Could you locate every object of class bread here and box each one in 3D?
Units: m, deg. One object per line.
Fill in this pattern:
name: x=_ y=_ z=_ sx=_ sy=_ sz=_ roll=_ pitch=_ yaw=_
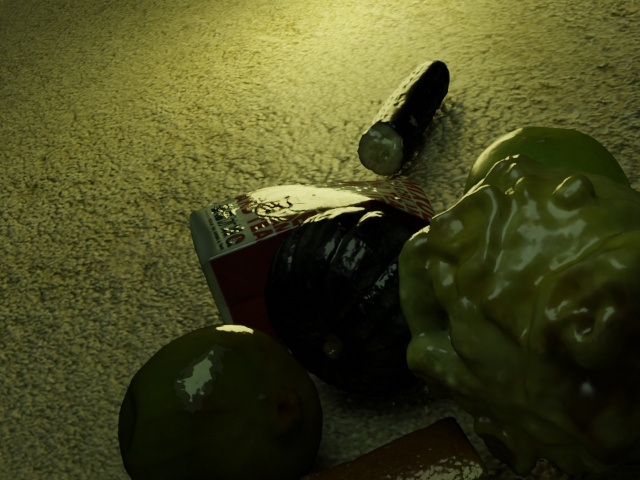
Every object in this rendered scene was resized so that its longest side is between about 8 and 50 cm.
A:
bread: x=0.075 y=0.248 z=1.340 sx=0.172 sy=0.103 sz=0.132 roll=-25 pitch=27 yaw=-3

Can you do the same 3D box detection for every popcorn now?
popcorn: x=0.226 y=0.076 z=1.322 sx=0.312 sy=0.312 sz=0.312 roll=-17 pitch=31 yaw=11

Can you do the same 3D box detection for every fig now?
fig: x=-0.116 y=0.200 z=1.454 sx=0.230 sy=0.207 sz=0.207 roll=-31 pitch=27 yaw=22

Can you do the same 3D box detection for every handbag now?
handbag: x=0.000 y=0.000 z=1.733 sx=0.298 sy=0.151 sz=0.171 roll=-22 pitch=25 yaw=-4

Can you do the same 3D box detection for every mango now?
mango: x=0.268 y=-0.024 z=1.590 sx=0.185 sy=0.149 sz=0.273 roll=-18 pitch=37 yaw=-3

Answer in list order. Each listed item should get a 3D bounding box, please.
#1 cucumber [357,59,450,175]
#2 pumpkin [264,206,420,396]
cucumber: x=0.126 y=-0.185 z=2.007 sx=0.074 sy=0.074 sz=0.241 roll=-3 pitch=35 yaw=30
pumpkin: x=0.045 y=0.066 z=1.534 sx=0.221 sy=0.220 sz=0.162 roll=1 pitch=41 yaw=35
